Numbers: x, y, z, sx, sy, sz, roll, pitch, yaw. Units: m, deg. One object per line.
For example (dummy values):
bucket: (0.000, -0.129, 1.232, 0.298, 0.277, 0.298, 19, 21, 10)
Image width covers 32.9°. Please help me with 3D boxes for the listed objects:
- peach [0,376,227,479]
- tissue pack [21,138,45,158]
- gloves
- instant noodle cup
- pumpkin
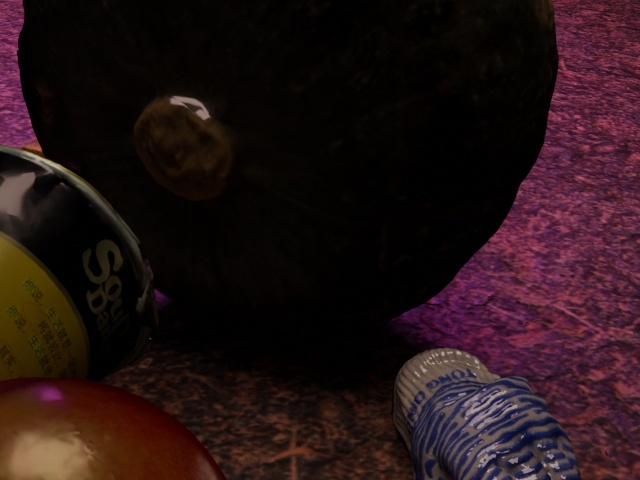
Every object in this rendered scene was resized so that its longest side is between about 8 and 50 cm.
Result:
peach: (-0.129, 0.166, 0.566, 0.197, 0.197, 0.197, 3, 26, -2)
tissue pack: (-0.223, -0.074, 1.172, 0.176, 0.062, 0.095, 15, 28, 19)
gloves: (0.113, 0.153, 0.734, 0.119, 0.097, 0.229, -33, 39, -4)
instant noodle cup: (-0.252, 0.078, 0.724, 0.216, 0.215, 0.236, 11, 36, 15)
pumpkin: (-0.027, -0.141, 0.899, 0.455, 0.454, 0.344, 14, 31, 21)
